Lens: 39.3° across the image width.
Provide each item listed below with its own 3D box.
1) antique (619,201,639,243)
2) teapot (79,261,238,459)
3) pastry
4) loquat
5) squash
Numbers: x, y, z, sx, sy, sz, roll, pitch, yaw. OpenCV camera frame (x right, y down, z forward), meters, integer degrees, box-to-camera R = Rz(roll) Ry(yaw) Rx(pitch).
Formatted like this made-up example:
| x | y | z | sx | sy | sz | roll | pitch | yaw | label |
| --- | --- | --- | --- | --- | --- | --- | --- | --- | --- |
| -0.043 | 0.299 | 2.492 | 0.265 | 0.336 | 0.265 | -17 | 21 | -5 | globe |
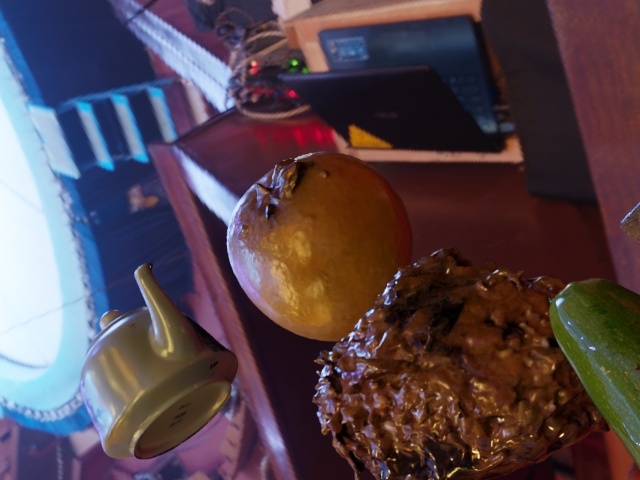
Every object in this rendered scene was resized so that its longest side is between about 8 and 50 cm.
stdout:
| x | y | z | sx | sy | sz | roll | pitch | yaw | label |
| --- | --- | --- | --- | --- | --- | --- | --- | --- | --- |
| 0.504 | 0.014 | 1.147 | 0.221 | 0.081 | 0.080 | 44 | 157 | 12 | antique |
| -0.180 | 0.131 | 0.916 | 0.159 | 0.159 | 0.232 | 43 | 131 | 16 | teapot |
| 0.120 | 0.110 | 0.773 | 0.275 | 0.275 | 0.192 | -42 | 64 | 56 | pastry |
| 0.000 | 0.000 | 1.282 | 0.275 | 0.275 | 0.274 | 31 | 140 | 31 | loquat |
| 0.222 | 0.118 | 0.529 | 0.292 | 0.082 | 0.082 | -111 | 15 | -49 | squash |
